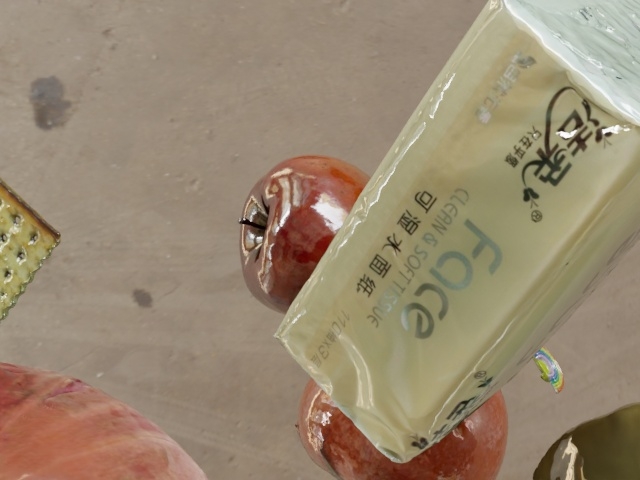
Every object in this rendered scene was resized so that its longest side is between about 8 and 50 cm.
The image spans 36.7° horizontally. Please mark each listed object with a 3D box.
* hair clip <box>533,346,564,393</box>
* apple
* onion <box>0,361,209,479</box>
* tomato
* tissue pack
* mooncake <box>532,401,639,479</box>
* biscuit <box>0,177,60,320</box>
[{"bbox_3d":[0.391,0.199,1.792,0.188,0.060,0.033,50,119,18],"label":"hair clip"},{"bbox_3d":[-0.001,-0.002,1.264,0.234,0.234,0.234,4,101,19],"label":"apple"},{"bbox_3d":[-0.205,0.244,0.555,0.353,0.353,0.353,4,101,19],"label":"onion"},{"bbox_3d":[0.112,0.224,1.222,0.265,0.265,0.265,4,101,19],"label":"tomato"},{"bbox_3d":[0.184,-0.031,0.904,0.205,0.332,0.405,43,127,18],"label":"tissue pack"},{"bbox_3d":[0.356,0.269,0.963,0.284,0.284,0.155,-16,50,21],"label":"mooncake"},{"bbox_3d":[-0.351,0.047,0.914,0.139,0.016,0.231,40,98,21],"label":"biscuit"}]
